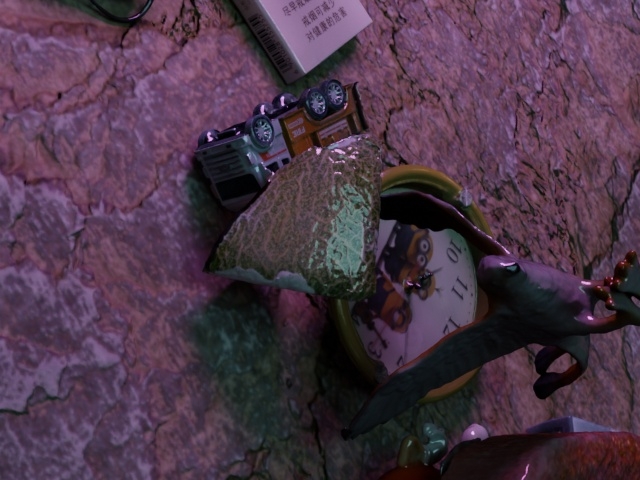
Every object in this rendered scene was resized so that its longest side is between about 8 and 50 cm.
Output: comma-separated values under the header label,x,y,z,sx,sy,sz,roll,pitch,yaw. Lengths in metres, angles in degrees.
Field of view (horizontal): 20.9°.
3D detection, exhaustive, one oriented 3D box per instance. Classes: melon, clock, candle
label,x,y,z,sx,sy,sz,roll,pitch,yaw
melon,0.002,0.001,1.576,0.202,0.093,0.139,-41,73,-9
clock,0.084,0.044,1.703,0.237,0.057,0.237,7,80,-41
candle,0.244,0.294,1.616,0.317,0.131,0.287,60,41,-25

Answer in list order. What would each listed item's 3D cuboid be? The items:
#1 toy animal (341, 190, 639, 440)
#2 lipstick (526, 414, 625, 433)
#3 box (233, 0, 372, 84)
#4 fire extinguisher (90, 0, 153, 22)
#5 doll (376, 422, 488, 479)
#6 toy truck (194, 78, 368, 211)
label,x,y,z,sx,sy,sz,roll,pitch,yaw
toy animal,0.199,0.085,1.577,0.284,0.302,0.225,18,70,-33
lipstick,0.353,0.257,1.861,0.317,0.066,0.068,20,60,-36
box,-0.054,-0.290,1.747,0.245,0.035,0.139,55,46,-9
fire extinguisher,-0.201,-0.246,1.593,0.157,0.045,0.078,13,92,-39
doll,0.101,0.261,1.614,0.217,0.085,0.183,-5,89,-50
toy truck,-0.030,-0.077,1.651,0.178,0.080,0.115,-29,102,-47
